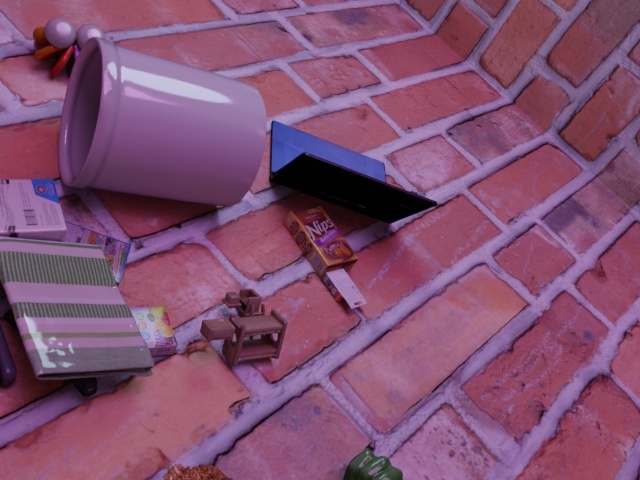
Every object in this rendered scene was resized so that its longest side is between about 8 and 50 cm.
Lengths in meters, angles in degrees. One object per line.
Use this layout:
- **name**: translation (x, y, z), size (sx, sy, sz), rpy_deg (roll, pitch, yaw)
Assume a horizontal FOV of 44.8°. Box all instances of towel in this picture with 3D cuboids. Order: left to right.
- **towel**: translation (-0.462, 0.121, 1.434), size (0.248, 0.038, 0.325), rpy_deg (8, 39, -49)

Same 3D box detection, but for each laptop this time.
- **laptop**: translation (0.077, -0.219, 2.128), size (0.382, 0.408, 0.236), rpy_deg (18, 75, -19)

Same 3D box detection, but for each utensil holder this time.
- **utensil holder**: translation (-0.360, -0.252, 1.770), size (0.385, 0.327, 0.327), rpy_deg (9, 45, -31)

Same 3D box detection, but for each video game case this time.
- **video game case**: translation (-0.491, 0.024, 1.630), size (0.166, 0.015, 0.119), rpy_deg (21, 39, -16)

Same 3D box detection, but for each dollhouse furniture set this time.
- **dollhouse furniture set**: translation (-0.195, 0.185, 1.641), size (0.182, 0.101, 0.161), rpy_deg (-1, 26, -36)

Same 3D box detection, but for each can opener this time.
- **can opener**: translation (-0.610, 0.131, 1.379), size (0.074, 0.093, 0.280), rpy_deg (-5, 58, -40)

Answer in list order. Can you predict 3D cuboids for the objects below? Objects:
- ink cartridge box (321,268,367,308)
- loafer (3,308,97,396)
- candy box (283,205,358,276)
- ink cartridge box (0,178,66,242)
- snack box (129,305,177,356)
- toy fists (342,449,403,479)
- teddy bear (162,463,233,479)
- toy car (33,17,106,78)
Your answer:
- **ink cartridge box**: translation (0.059, 0.124, 1.908), size (0.063, 0.029, 0.115), rpy_deg (-12, 58, -43)
- **loafer**: translation (-0.487, 0.200, 1.407), size (0.078, 0.076, 0.223), rpy_deg (-33, 74, -34)
- **candy box**: translation (0.000, 0.000, 1.978), size (0.109, 0.053, 0.186), rpy_deg (-12, 56, -42)
- **ink cartridge box**: translation (-0.623, -0.043, 1.536), size (0.203, 0.086, 0.148), rpy_deg (-3, 50, -30)
- **snack box**: translation (-0.364, 0.182, 1.535), size (0.141, 0.037, 0.100), rpy_deg (0, 48, -35)
- **toy fists**: translation (0.126, 0.527, 1.441), size (0.096, 0.142, 0.279), rpy_deg (-1, 50, -37)
- **teddy bear**: translation (-0.178, 0.518, 1.259), size (0.245, 0.113, 0.338), rpy_deg (28, 39, -11)
- **toy car**: translation (-0.635, -0.474, 1.967), size (0.182, 0.159, 0.136), rpy_deg (4, 82, -34)
